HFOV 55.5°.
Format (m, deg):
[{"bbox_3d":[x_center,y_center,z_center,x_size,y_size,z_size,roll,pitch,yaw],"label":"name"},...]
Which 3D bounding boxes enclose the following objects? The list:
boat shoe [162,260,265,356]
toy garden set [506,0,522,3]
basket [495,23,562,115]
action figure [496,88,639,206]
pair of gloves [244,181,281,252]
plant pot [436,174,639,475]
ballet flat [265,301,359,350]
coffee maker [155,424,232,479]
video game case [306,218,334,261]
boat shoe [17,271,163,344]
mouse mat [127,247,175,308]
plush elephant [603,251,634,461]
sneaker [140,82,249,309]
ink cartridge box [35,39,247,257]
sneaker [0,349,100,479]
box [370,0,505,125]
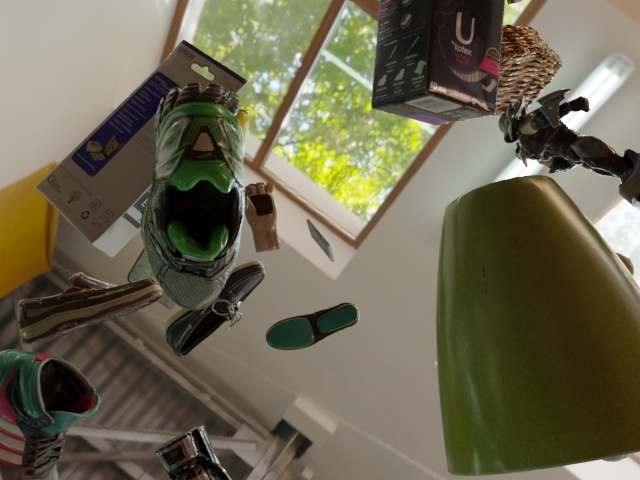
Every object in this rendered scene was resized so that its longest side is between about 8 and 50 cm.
[{"bbox_3d":[-0.211,0.141,1.264,0.255,0.095,0.079,-36,-124,-7],"label":"boat shoe"},{"bbox_3d":[0.436,-0.646,1.457,0.049,0.244,0.203,-16,-76,-29],"label":"toy garden set"},{"bbox_3d":[0.410,-0.451,1.492,0.299,0.213,0.223,-11,-122,-33],"label":"basket"},{"bbox_3d":[0.361,-0.124,0.830,0.285,0.099,0.185,35,-170,32],"label":"action figure"},{"bbox_3d":[-0.228,-0.065,1.645,0.240,0.042,0.204,-1,-108,-19],"label":"pair of gloves"},{"bbox_3d":[0.243,0.085,0.691,0.275,0.275,0.293,-1,-110,-33],"label":"plant pot"},{"bbox_3d":[-0.021,0.254,1.755,0.281,0.096,0.095,-14,-100,-10],"label":"ballet flat"},{"bbox_3d":[-0.267,0.498,1.294,0.120,0.171,0.178,-23,-103,-21],"label":"coffee maker"},{"bbox_3d":[0.000,0.000,1.799,0.011,0.087,0.122,-32,-125,-11],"label":"video game case"},{"bbox_3d":[-0.409,0.099,1.061,0.258,0.095,0.095,-18,-98,-1],"label":"boat shoe"},{"bbox_3d":[-0.364,0.065,1.435,0.007,0.189,0.152,16,-110,28],"label":"mouse mat"},{"bbox_3d":[0.458,0.151,0.995,0.256,0.271,0.330,-5,-162,-29],"label":"plush elephant"},{"bbox_3d":[-0.161,-0.013,0.741,0.134,0.343,0.146,3,-129,-9],"label":"sneaker"},{"bbox_3d":[-0.264,-0.147,0.938,0.165,0.065,0.332,39,-98,27],"label":"ink cartridge box"},{"bbox_3d":[-0.440,0.310,0.988,0.124,0.179,0.295,-31,-73,-71],"label":"sneaker"},{"bbox_3d":[0.199,-0.346,1.018,0.165,0.143,0.270,6,-93,-34],"label":"box"}]
